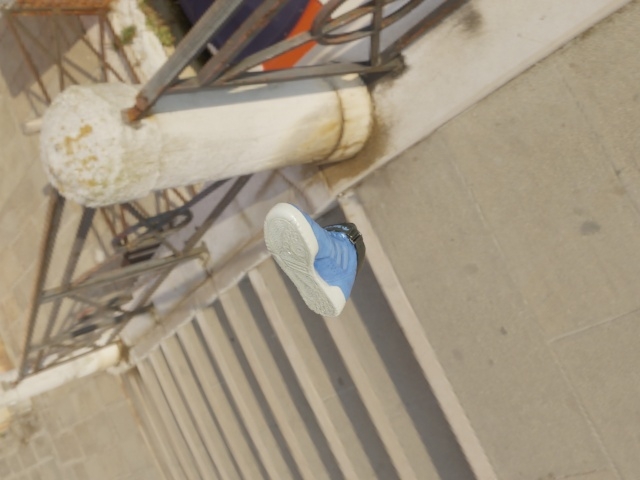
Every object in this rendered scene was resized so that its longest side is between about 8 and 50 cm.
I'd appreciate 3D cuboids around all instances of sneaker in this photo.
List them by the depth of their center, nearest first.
[{"bbox_3d":[-0.001,0.000,0.756,0.058,0.084,0.152,3,138,35],"label":"sneaker"}]
